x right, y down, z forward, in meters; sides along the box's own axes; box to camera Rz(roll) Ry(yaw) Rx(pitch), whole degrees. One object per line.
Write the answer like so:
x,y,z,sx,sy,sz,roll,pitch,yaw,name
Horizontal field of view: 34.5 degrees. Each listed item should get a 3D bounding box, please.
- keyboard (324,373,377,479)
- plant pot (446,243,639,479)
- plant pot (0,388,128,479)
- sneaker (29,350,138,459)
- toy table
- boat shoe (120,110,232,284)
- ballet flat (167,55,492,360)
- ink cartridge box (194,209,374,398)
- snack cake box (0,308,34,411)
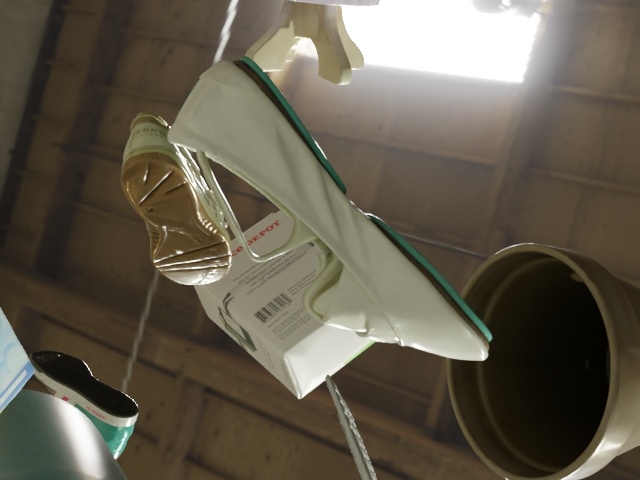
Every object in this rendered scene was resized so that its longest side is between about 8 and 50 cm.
0.053,0.219,0.784,0.014,0.072,0.256,-21,-129,-3,keyboard
0.387,0.176,1.455,0.323,0.280,0.323,-14,-107,56,plant pot
-0.316,0.334,1.072,0.341,0.341,0.334,-66,-155,8,plant pot
-0.487,0.351,2.047,0.295,0.123,0.178,28,-70,34,sneaker
-0.022,-0.387,1.855,0.252,0.274,0.161,-137,-130,-58,toy table
-0.171,-0.041,1.268,0.104,0.285,0.089,-8,-124,1,boat shoe
0.000,0.000,1.032,0.139,0.139,0.400,-38,-82,26,ballet flat
-0.050,0.094,1.652,0.198,0.115,0.273,-35,-136,-20,ink cartridge box
-0.282,0.105,0.523,0.089,0.152,0.264,17,-128,24,snack cake box
